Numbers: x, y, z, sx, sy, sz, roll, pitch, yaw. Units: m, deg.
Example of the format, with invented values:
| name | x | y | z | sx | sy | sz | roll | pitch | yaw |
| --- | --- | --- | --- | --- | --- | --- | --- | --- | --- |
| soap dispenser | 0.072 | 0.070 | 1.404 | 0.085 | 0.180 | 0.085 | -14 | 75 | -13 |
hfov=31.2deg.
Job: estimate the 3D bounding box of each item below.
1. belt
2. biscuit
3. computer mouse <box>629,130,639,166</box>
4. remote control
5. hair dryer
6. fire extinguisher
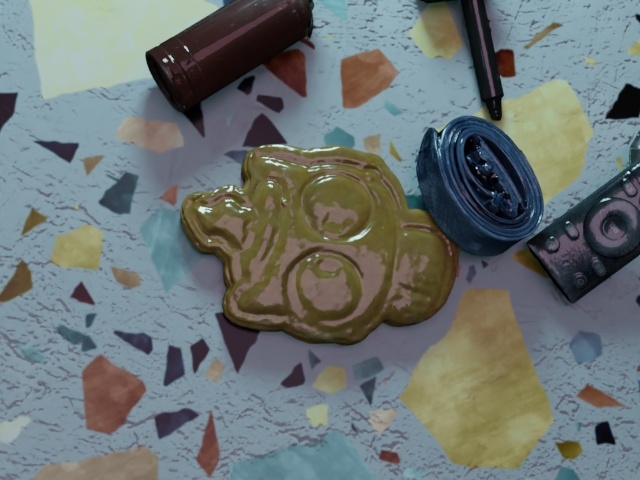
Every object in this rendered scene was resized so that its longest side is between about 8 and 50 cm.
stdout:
| name | x | y | z | sx | sy | sz | roll | pitch | yaw |
| --- | --- | --- | --- | --- | --- | --- | --- | --- | --- |
| belt | 0.210 | -0.076 | 1.523 | 0.141 | 0.082 | 0.190 | -24 | 81 | -31 |
| biscuit | 0.001 | -0.001 | 1.505 | 0.375 | 0.051 | 0.269 | 11 | 76 | -7 |
| computer mouse | 0.539 | -0.091 | 1.598 | 0.231 | 0.071 | 0.126 | 21 | 76 | -5 |
| remote control | 0.459 | -0.067 | 1.541 | 0.377 | 0.044 | 0.107 | -36 | 85 | 3 |
| hair dryer | 0.205 | -0.284 | 1.596 | 0.114 | 0.070 | 0.248 | -10 | 89 | -12 |
| fire extinguisher | -0.095 | -0.277 | 1.514 | 0.269 | 0.105 | 0.105 | -33 | 86 | -14 |
